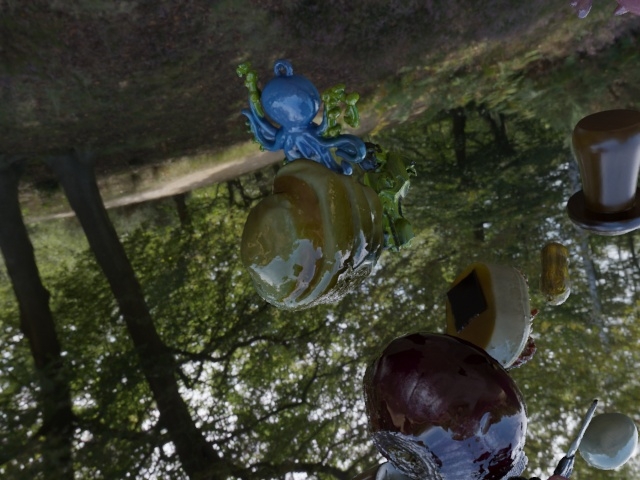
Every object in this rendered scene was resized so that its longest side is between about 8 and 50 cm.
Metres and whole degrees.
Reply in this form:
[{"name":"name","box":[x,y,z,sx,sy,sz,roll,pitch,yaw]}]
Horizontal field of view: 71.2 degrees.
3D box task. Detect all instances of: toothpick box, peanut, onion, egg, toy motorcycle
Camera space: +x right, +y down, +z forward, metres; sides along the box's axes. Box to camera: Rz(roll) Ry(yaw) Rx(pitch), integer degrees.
[{"name":"toothpick box","box":[0.705,-0.155,1.094,0.191,0.295,0.192,-16,-152,9]},{"name":"peanut","box":[0.722,0.101,1.379,0.087,0.207,0.087,11,156,5]},{"name":"onion","box":[0.238,0.320,0.894,0.281,0.260,0.336,-31,-125,-28]},{"name":"egg","box":[0.967,0.669,1.507,0.209,0.151,0.151,-43,-167,-7]},{"name":"toy motorcycle","box":[0.215,-0.137,1.389,0.205,0.343,0.142,-9,180,-19]}]

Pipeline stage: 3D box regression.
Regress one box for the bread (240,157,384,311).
[{"name":"bread","box":[0.000,0.000,0.900,0.210,0.301,0.341,21,-178,24]}]

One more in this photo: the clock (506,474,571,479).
[{"name":"clock","box":[0.395,0.523,0.792,0.100,0.194,0.196,3,153,-7]}]

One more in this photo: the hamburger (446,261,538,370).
[{"name":"hamburger","box":[0.431,0.195,1.144,0.227,0.151,0.296,-43,-150,48]}]

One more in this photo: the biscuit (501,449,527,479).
[{"name":"biscuit","box":[0.470,0.764,1.332,0.388,0.107,0.073,-44,-147,-12]}]

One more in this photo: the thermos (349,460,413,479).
[{"name":"thermos","box":[0.090,0.653,1.075,0.265,0.146,0.176,-42,171,33]}]

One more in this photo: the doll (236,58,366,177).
[{"name":"doll","box":[-0.037,-0.283,1.104,0.345,0.342,0.099,11,-130,32]}]

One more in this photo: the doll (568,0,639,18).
[{"name":"doll","box":[0.454,-0.362,0.565,0.261,0.212,0.093,-12,173,41]}]

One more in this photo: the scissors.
[{"name":"scissors","box":[0.587,0.492,1.047,0.109,0.301,0.022,-5,-156,-37]}]
